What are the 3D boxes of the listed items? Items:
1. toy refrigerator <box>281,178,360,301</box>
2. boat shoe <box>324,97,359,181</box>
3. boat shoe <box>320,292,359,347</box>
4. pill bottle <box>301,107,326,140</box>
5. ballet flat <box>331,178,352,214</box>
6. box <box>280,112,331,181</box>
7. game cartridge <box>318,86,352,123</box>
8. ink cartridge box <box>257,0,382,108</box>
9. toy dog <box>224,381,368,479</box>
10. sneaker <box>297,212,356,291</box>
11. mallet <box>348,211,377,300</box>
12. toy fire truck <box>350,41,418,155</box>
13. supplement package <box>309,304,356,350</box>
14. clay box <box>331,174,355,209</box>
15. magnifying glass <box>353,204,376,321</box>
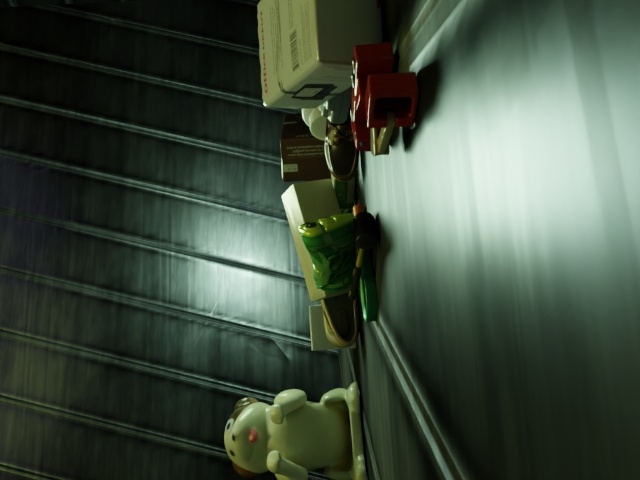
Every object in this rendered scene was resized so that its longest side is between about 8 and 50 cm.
[{"bbox_3d":[0.000,0.000,1.113,0.094,0.103,0.269,-33,71,62],"label":"toy refrigerator"},{"bbox_3d":[0.043,-0.226,0.960,0.073,0.073,0.206,51,-144,-88],"label":"boat shoe"},{"bbox_3d":[0.044,0.107,1.237,0.110,0.122,0.340,107,150,-75],"label":"boat shoe"},{"bbox_3d":[0.011,-0.348,1.146,0.117,0.118,0.214,88,179,-56],"label":"pill bottle"},{"bbox_3d":[0.054,-0.094,1.268,0.221,0.077,0.079,-86,-24,-55],"label":"ballet flat"},{"bbox_3d":[-0.028,-0.314,1.525,0.381,0.191,0.143,-96,2,-62],"label":"box"},{"bbox_3d":[0.012,-0.378,0.878,0.297,0.062,0.198,-108,25,-43],"label":"game cartridge"},{"bbox_3d":[-0.011,-0.308,0.700,0.237,0.100,0.171,-177,83,-66],"label":"ink cartridge box"},{"bbox_3d":[-0.083,0.571,1.420,0.395,0.409,0.284,92,175,-80],"label":"toy dog"},{"bbox_3d":[0.030,0.031,0.900,0.295,0.110,0.123,68,-173,-73],"label":"sneaker"},{"bbox_3d":[0.068,0.043,0.820,0.062,0.039,0.189,-92,6,-55],"label":"mallet"},{"bbox_3d":[0.065,-0.147,0.540,0.192,0.047,0.135,87,178,-65],"label":"toy fire truck"},{"bbox_3d":[0.035,0.269,1.496,0.244,0.134,0.138,92,175,-81],"label":"supplement package"},{"bbox_3d":[0.051,-0.200,1.189,0.127,0.053,0.221,87,179,-49],"label":"clay box"},{"bbox_3d":[0.084,0.041,0.908,0.092,0.026,0.230,88,179,-70],"label":"magnifying glass"}]
